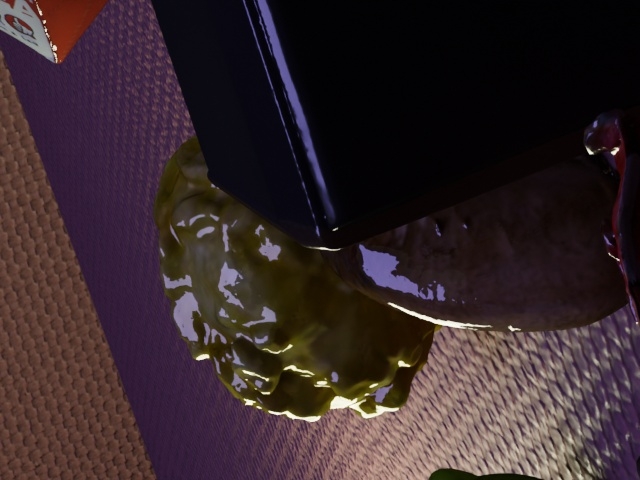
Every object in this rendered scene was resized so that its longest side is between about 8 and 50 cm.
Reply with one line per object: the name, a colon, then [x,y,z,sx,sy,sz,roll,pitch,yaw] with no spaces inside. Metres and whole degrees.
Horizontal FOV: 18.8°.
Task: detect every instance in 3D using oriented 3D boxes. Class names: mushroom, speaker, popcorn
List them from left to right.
popcorn: [0.000,0.000,1.419,0.192,0.233,0.266,-25,54,53]
speaker: [0.050,-0.116,0.953,0.192,0.231,0.153,34,145,65]
mushroom: [0.070,-0.016,1.203,0.286,0.151,0.156,41,149,60]

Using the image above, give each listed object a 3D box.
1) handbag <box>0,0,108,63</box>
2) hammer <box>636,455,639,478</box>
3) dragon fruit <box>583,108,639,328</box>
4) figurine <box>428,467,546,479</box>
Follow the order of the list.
handbag: [-0.219,-0.267,1.276,0.171,0.151,0.298,30,162,15]
hammer: [0.233,0.113,1.063,0.125,0.027,0.297,64,166,8]
dragon fruit: [0.191,0.038,0.819,0.274,0.161,0.126,61,163,16]
figurine: [0.169,0.267,1.347,0.263,0.143,0.162,40,162,26]
